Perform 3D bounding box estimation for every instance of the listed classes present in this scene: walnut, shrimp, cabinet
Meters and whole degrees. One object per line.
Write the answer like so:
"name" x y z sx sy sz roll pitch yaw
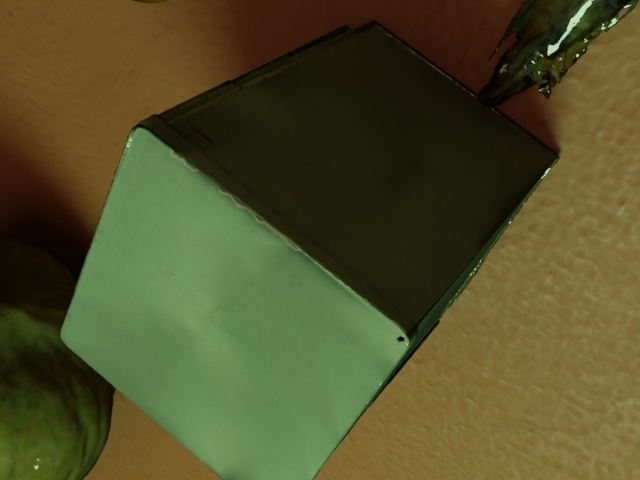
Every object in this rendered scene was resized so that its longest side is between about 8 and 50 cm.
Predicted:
"walnut" -0.284 0.126 0.720 0.283 0.282 0.227 -50 55 39
"shrimp" 0.175 -0.093 0.449 0.148 0.035 0.195 46 128 1
"cabinet" 0.000 0.000 0.492 0.150 0.206 0.145 37 128 10

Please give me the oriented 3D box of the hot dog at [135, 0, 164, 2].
"hot dog" -0.128 -0.206 0.560 0.090 0.060 0.140 -36 89 35
